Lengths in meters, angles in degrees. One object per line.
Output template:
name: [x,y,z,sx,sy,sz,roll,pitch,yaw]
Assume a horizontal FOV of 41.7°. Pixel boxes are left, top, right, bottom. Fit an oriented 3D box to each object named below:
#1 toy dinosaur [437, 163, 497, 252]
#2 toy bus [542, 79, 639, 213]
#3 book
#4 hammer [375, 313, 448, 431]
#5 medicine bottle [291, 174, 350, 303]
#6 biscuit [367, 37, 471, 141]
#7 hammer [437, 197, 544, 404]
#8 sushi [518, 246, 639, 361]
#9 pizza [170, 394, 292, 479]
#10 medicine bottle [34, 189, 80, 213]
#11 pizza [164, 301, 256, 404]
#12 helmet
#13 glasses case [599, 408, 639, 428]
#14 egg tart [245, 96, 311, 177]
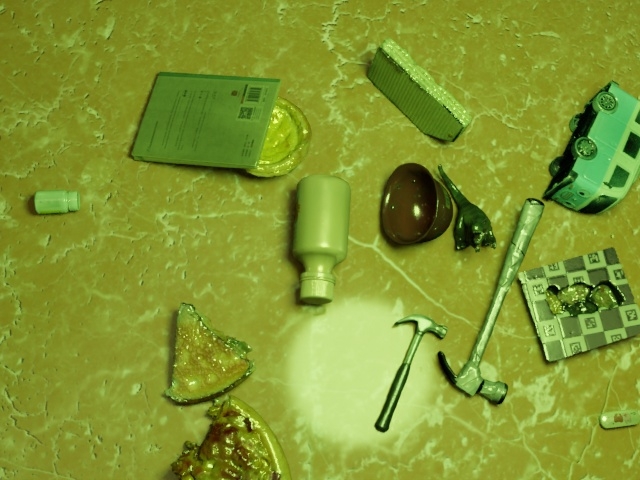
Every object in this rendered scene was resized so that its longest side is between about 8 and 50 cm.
toy dinosaur: [0.316,-0.069,1.726,0.087,0.187,0.179,-9,101,-11]
toy bus: [0.607,-0.184,1.806,0.165,0.133,0.271,30,70,-1]
book: [-0.235,-0.251,1.733,0.283,0.025,0.215,8,70,19]
hammer: [0.161,0.260,1.671,0.103,0.029,0.246,26,73,2]
medicine bottle: [0.000,0.000,1.687,0.114,0.114,0.252,5,72,-5]
biscuit: [0.211,-0.310,1.788,0.052,0.150,0.252,-42,81,-15]
hammer: [0.374,0.112,1.707,0.152,0.044,0.427,25,80,4]
sushi: [0.535,0.135,1.740,0.215,0.050,0.192,-15,75,-3]
pizza: [-0.172,0.434,1.549,0.229,0.081,0.289,-18,76,-12]
medicine bottle: [-0.528,-0.077,1.685,0.083,0.047,0.047,-2,73,-7]
pizza: [-0.231,0.211,1.628,0.185,0.052,0.195,-21,81,-5]
helmet: [0.210,-0.069,1.734,0.106,0.155,0.175,11,47,-43]
glasses case: [0.602,0.359,1.693,0.083,0.021,0.032,-5,72,-8]
egg tart: [-0.109,-0.214,1.761,0.191,0.074,0.191,2,71,-5]
